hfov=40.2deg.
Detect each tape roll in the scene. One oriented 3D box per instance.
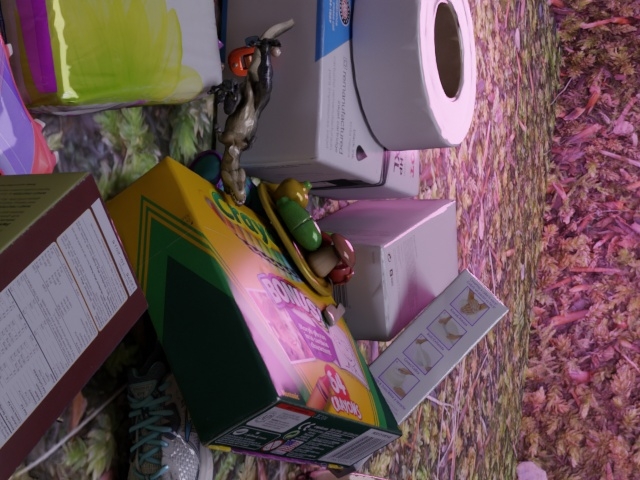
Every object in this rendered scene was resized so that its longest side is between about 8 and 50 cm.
[{"bbox_3d":[0.146,-0.276,1.295,0.286,0.100,0.286,-2,90,-64],"label":"tape roll"}]

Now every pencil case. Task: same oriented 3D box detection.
[{"bbox_3d":[-0.118,-0.059,1.166,0.151,0.064,0.070,43,25,-56],"label":"pencil case"}]

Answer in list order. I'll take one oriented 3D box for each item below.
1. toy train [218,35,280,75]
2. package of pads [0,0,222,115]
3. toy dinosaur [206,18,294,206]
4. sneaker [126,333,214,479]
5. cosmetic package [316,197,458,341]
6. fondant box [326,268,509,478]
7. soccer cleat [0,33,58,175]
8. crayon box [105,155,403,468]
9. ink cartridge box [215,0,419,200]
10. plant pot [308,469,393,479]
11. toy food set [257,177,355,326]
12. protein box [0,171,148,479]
[{"bbox_3d":[-0.129,-0.275,1.113,0.046,0.125,0.166,-129,-161,-62],"label":"toy train"},{"bbox_3d":[-0.217,-0.250,0.917,0.296,0.101,0.229,-26,113,-62],"label":"package of pads"},{"bbox_3d":[-0.084,-0.180,1.045,0.118,0.064,0.268,87,19,-73],"label":"toy dinosaur"},{"bbox_3d":[-0.186,0.205,1.002,0.122,0.110,0.283,55,33,-42],"label":"sneaker"},{"bbox_3d":[0.086,0.034,1.448,0.365,0.196,0.155,-26,113,-61],"label":"cosmetic package"},{"bbox_3d":[0.122,0.212,1.350,0.330,0.096,0.238,-44,171,-16],"label":"fondant box"},{"bbox_3d":[-0.311,-0.132,0.753,0.095,0.083,0.248,-58,143,-41],"label":"soccer cleat"},{"bbox_3d":[-0.067,0.103,1.057,0.363,0.106,0.313,35,25,-60],"label":"crayon box"},{"bbox_3d":[0.015,-0.225,1.329,0.395,0.166,0.286,10,81,-65],"label":"ink cartridge box"},{"bbox_3d":[0.104,0.566,1.397,0.334,0.333,0.306,23,81,-63],"label":"plant pot"},{"bbox_3d":[0.000,0.000,1.168,0.218,0.071,0.128,60,10,8],"label":"toy food set"},{"bbox_3d":[-0.282,0.058,0.666,0.201,0.199,0.136,-57,139,-48],"label":"protein box"}]
